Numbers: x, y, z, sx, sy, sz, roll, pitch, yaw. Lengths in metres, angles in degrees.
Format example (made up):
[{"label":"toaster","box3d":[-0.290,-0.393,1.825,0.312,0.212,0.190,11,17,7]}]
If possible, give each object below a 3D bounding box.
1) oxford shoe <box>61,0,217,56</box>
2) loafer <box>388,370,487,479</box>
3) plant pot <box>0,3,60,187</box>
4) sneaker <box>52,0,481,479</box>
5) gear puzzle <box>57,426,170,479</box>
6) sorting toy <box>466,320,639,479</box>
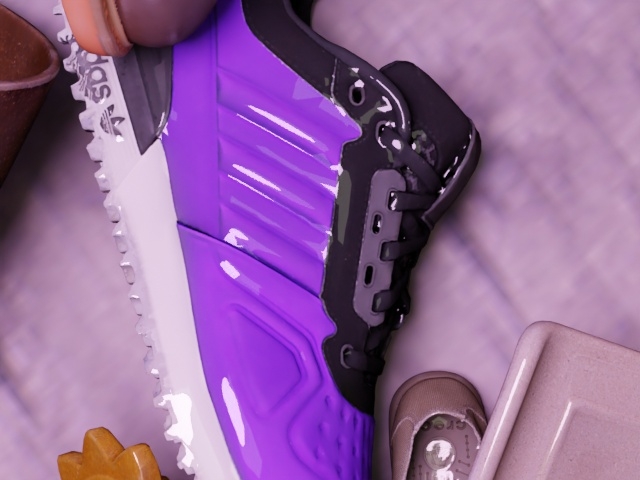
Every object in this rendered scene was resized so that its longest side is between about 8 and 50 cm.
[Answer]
[{"label":"oxford shoe","box3d":[0.008,-0.181,0.473,0.132,0.364,0.130,19,47,-8]},{"label":"loafer","box3d":[0.051,0.128,0.651,0.056,0.050,0.148,-11,88,7]},{"label":"plant pot","box3d":[-0.240,0.002,0.624,0.215,0.215,0.230,23,106,6]},{"label":"sneaker","box3d":[0.000,0.000,0.624,0.146,0.102,0.293,-18,80,2]},{"label":"gear puzzle","box3d":[-0.044,0.231,0.616,0.175,0.044,0.339,-6,100,48]},{"label":"sorting toy","box3d":[0.124,0.136,0.624,0.196,0.047,0.348,19,93,-21]}]
